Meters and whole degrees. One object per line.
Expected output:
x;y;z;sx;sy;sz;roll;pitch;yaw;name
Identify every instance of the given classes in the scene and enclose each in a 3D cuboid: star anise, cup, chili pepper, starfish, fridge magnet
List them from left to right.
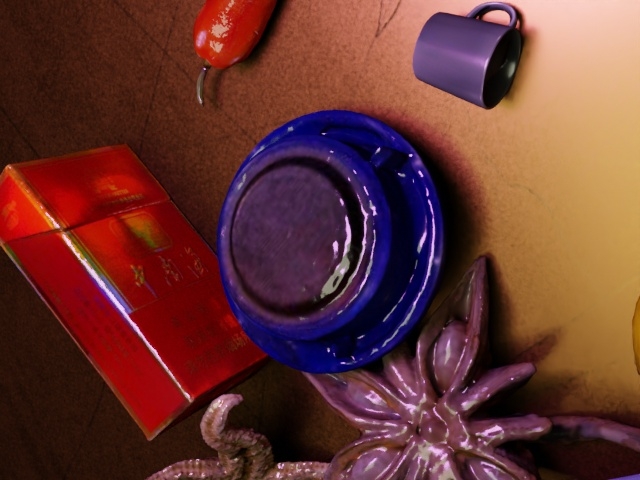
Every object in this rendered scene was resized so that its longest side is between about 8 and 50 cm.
-0.088;0.293;1.130;0.327;0.094;0.375;-9;134;3;starfish
-0.079;-0.259;1.035;0.071;0.063;0.272;29;113;6;chili pepper
0.000;0.000;0.997;0.265;0.112;0.266;-4;82;32;fridge magnet
0.130;0.185;0.993;0.349;0.109;0.292;-31;81;16;star anise
0.141;-0.180;0.931;0.077;0.078;0.100;25;79;26;cup

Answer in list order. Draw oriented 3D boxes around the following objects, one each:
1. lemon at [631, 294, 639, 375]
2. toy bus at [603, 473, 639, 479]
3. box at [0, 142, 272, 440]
0.355;0.073;0.817;0.193;0.180;0.181;-17;94;10;lemon
0.297;0.272;0.854;0.292;0.133;0.126;-8;104;-6;toy bus
-0.201;0.043;1.097;0.313;0.197;0.089;50;119;9;box
